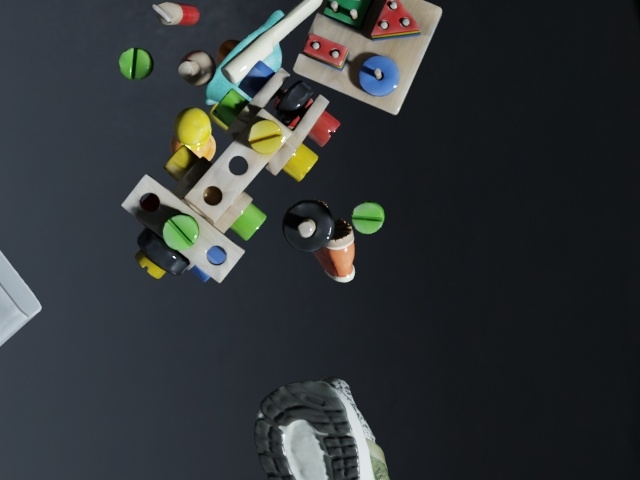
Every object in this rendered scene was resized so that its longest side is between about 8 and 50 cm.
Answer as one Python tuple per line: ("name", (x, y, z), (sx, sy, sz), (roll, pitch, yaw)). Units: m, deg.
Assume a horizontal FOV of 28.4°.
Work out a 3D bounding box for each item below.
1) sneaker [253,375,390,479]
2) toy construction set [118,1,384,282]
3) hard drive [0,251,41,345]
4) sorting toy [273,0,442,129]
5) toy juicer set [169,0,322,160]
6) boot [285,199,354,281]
("sneaker", (0.052, 0.347, 1.585), (0.182, 0.158, 0.410), (-34, 111, -67))
("toy construction set", (-0.114, -0.096, 1.293), (0.237, 0.257, 0.309), (-51, 118, -80))
("hard drive", (-0.503, 0.089, 1.566), (0.203, 0.307, 0.040), (52, 30, 1))
("sorting toy", (0.055, -0.238, 1.430), (0.046, 0.132, 0.274), (27, 87, -83))
("toy juicer set", (-0.129, -0.224, 1.744), (0.089, 0.209, 0.329), (45, -37, 7))
("boot", (0.000, 0.000, 1.764), (0.158, 0.059, 0.084), (44, -27, 54))
